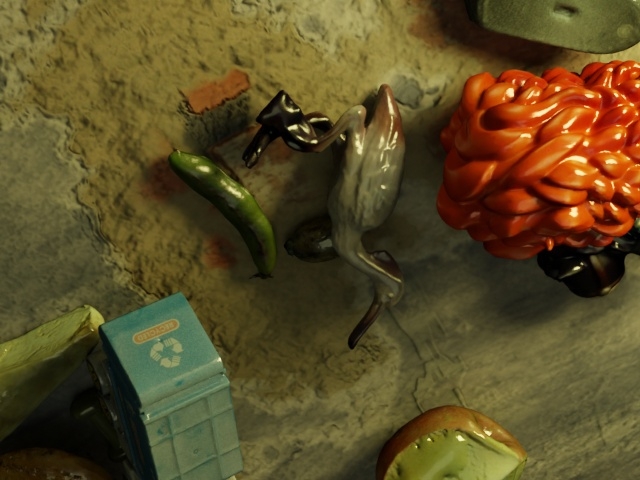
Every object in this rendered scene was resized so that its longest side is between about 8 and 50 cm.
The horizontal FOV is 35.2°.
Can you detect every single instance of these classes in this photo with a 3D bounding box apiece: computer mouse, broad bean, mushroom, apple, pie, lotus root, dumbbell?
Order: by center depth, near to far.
[{"bbox_3d":[0.258,-0.274,1.129,0.229,0.068,0.113,15,133,-4],"label":"computer mouse"},{"bbox_3d":[-0.109,-0.032,1.260,0.069,0.039,0.227,-22,123,14],"label":"broad bean"},{"bbox_3d":[0.000,0.000,1.287,0.099,0.049,0.054,-16,125,8],"label":"lotus root"},{"bbox_3d":[-0.424,0.200,1.350,0.107,0.087,0.333,35,109,-30],"label":"mushroom"},{"bbox_3d":[-0.303,0.262,1.425,0.052,0.046,0.118,-27,121,5],"label":"dumbbell"},{"bbox_3d":[-0.376,0.391,1.447,0.273,0.069,0.273,12,130,15],"label":"pie"},{"bbox_3d":[0.188,0.331,1.453,0.207,0.174,0.188,37,93,-24],"label":"apple"}]

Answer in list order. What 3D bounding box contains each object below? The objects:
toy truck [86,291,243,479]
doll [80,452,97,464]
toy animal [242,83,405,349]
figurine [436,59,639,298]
[{"bbox_3d":[-0.198,0.242,1.329,0.146,0.175,0.367,-23,128,-22],"label":"toy truck"},{"bbox_3d":[-0.354,0.352,1.474,0.061,0.051,0.093,16,121,-23],"label":"doll"},{"bbox_3d":[0.044,-0.051,1.222,0.195,0.090,0.324,-29,106,1],"label":"toy animal"},{"bbox_3d":[0.333,-0.062,1.204,0.306,0.241,0.411,-19,145,34],"label":"figurine"}]
